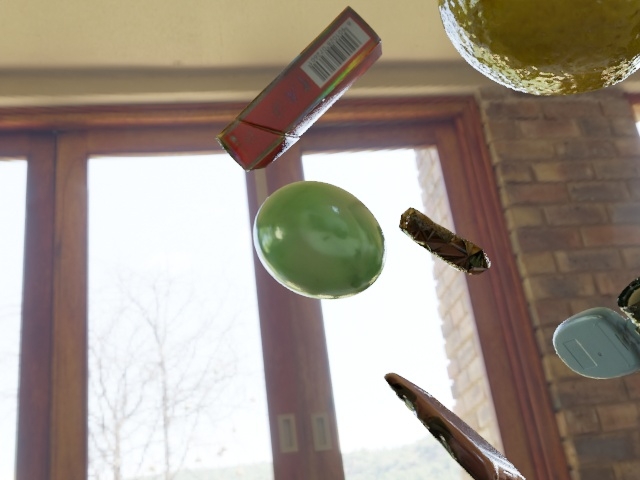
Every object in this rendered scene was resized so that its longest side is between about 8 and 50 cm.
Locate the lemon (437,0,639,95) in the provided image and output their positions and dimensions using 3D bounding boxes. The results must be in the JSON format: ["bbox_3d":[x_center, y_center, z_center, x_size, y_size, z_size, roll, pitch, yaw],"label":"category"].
[{"bbox_3d":[0.262,-0.284,0.853,0.268,0.267,0.267,-6,-25,-3],"label":"lemon"}]

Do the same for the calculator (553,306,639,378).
[{"bbox_3d":[0.691,0.254,1.903,0.042,0.188,0.303,-37,-3,-29],"label":"calculator"}]

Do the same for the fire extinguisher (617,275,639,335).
[{"bbox_3d":[0.685,0.195,1.461,0.294,0.118,0.093,45,-39,-7],"label":"fire extinguisher"}]

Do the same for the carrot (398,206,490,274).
[{"bbox_3d":[0.248,0.005,1.565,0.229,0.068,0.069,30,-41,-27],"label":"carrot"}]

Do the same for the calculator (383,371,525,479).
[{"bbox_3d":[0.239,0.344,1.410,0.048,0.330,0.220,-52,-44,3],"label":"calculator"}]

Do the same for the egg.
[{"bbox_3d":[0.000,0.000,1.498,0.270,0.220,0.220,23,-17,20],"label":"egg"}]

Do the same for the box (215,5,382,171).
[{"bbox_3d":[-0.016,-0.143,0.762,0.175,0.048,0.112,-43,2,9],"label":"box"}]
